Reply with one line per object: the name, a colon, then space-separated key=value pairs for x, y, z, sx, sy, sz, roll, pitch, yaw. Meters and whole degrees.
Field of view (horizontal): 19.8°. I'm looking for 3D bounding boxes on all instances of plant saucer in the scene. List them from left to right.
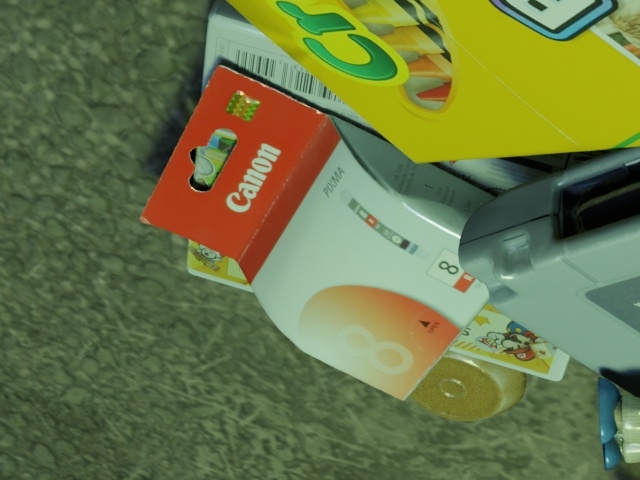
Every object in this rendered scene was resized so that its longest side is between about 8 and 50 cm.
plant saucer: x=0.080 y=0.083 z=1.088 sx=0.083 sy=0.015 sz=0.083 roll=12 pitch=139 yaw=11

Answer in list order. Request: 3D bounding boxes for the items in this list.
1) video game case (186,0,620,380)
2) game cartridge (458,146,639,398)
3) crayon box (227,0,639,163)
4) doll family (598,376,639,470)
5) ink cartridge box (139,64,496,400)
video game case: x=0.043 y=-0.023 z=0.979 sx=0.227 sy=0.026 sz=0.206 roll=16 pitch=140 yaw=5
game cartridge: x=0.238 y=0.001 z=0.855 sx=0.294 sy=0.060 sz=0.196 roll=-19 pitch=141 yaw=36
crayon box: x=0.055 y=-0.167 z=0.649 sx=0.313 sy=0.106 sz=0.363 roll=-4 pitch=147 yaw=46
doll family: x=0.236 y=0.163 z=0.983 sx=0.163 sy=0.118 sz=0.263 roll=-2 pitch=153 yaw=10
ink cartridge box: x=0.000 y=0.000 z=0.969 sx=0.179 sy=0.045 sz=0.145 roll=24 pitch=140 yaw=-8
